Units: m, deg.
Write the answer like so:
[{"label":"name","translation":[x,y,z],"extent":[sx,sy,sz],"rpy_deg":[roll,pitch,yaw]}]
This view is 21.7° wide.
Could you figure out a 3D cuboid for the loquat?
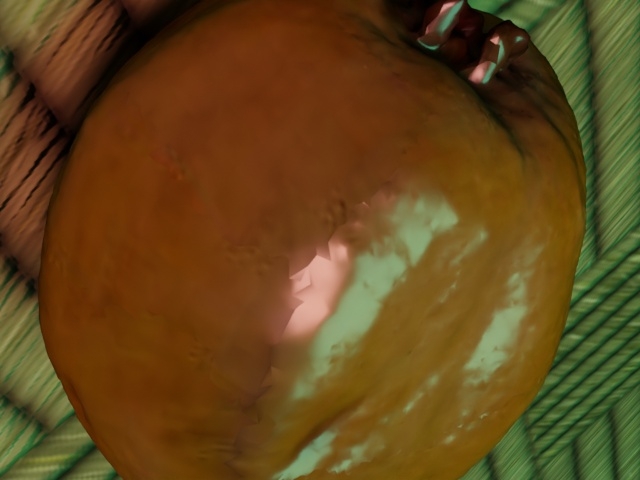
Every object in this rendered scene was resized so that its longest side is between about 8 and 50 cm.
[{"label":"loquat","translation":[0.000,0.000,0.593],"extent":[0.187,0.176,0.234],"rpy_deg":[-10,129,-51]}]
